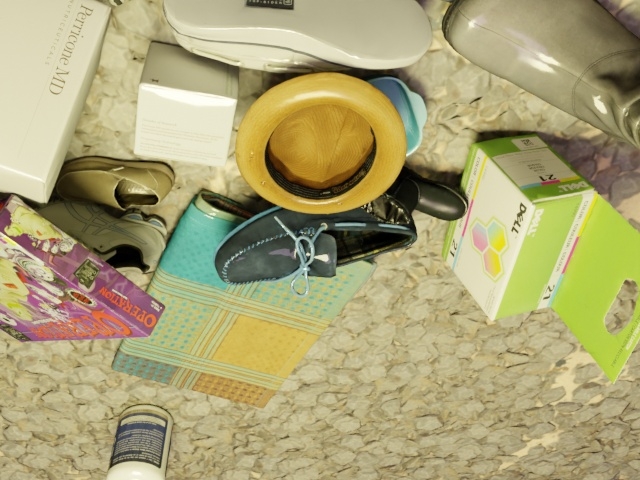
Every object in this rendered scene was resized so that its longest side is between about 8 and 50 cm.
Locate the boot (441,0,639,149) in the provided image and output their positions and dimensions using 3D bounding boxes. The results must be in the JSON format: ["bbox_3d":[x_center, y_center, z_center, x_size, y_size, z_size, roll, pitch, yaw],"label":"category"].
[{"bbox_3d":[0.296,-0.148,0.672,0.338,0.223,0.118,14,129,-17],"label":"boot"}]

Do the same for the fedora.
[{"bbox_3d":[0.000,-0.114,0.733,0.194,0.079,0.194,1,138,1],"label":"fedora"}]

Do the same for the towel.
[{"bbox_3d":[-0.125,0.107,0.989,0.271,0.040,0.370,21,127,-19],"label":"towel"}]

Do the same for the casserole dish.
[{"bbox_3d":[0.031,-0.133,0.796,0.188,0.037,0.114,-18,129,12],"label":"casserole dish"}]

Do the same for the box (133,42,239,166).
[{"bbox_3d":[-0.144,-0.148,0.730,0.102,0.101,0.087,7,129,-11],"label":"box"}]

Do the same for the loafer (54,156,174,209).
[{"bbox_3d":[-0.255,-0.068,0.823,0.148,0.050,0.056,-4,130,0],"label":"loafer"}]

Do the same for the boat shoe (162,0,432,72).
[{"bbox_3d":[-0.024,-0.213,0.692,0.267,0.096,0.088,2,166,-4],"label":"boat shoe"}]

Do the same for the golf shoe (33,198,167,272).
[{"bbox_3d":[-0.288,-0.002,0.855,0.176,0.086,0.069,6,131,-7],"label":"golf shoe"}]

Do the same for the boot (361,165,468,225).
[{"bbox_3d":[0.111,-0.046,0.808,0.121,0.099,0.045,30,123,11],"label":"boot"}]

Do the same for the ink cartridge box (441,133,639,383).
[{"bbox_3d":[0.260,0.022,0.788,0.097,0.255,0.189,-9,132,-18],"label":"ink cartridge box"}]

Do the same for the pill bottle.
[{"bbox_3d":[-0.298,0.365,1.106,0.094,0.169,0.094,-2,130,-2],"label":"pill bottle"}]

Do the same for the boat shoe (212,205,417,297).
[{"bbox_3d":[0.000,0.000,0.819,0.258,0.089,0.109,-22,143,-12],"label":"boat shoe"}]

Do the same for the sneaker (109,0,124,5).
[{"bbox_3d":[-0.187,-0.269,0.670,0.037,0.032,0.083,17,127,-17],"label":"sneaker"}]

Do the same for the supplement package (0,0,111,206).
[{"bbox_3d":[-0.365,-0.169,0.609,0.293,0.178,0.175,20,169,-20],"label":"supplement package"}]

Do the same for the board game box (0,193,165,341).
[{"bbox_3d":[-0.365,0.052,0.818,0.346,0.056,0.208,-10,141,44],"label":"board game box"}]

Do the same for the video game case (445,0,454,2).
[{"bbox_3d":[0.045,-0.346,0.625,0.274,0.026,0.196,10,129,-11],"label":"video game case"}]
